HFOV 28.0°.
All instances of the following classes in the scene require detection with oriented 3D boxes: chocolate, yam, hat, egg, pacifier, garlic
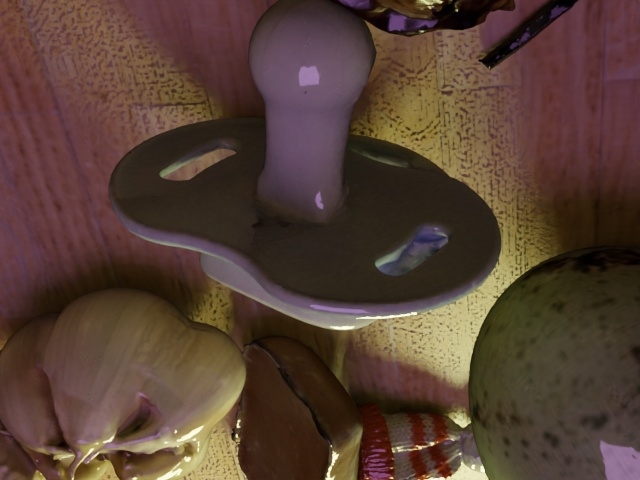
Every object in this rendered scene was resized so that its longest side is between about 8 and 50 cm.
[{"bbox_3d":[-0.011,0.194,1.257,0.083,0.161,0.261,-24,148,-24],"label":"chocolate"},{"bbox_3d":[0.160,-0.160,0.952,0.014,0.014,0.107,34,128,-26],"label":"yam"},{"bbox_3d":[0.106,0.211,1.298,0.162,0.094,0.112,-9,139,-9],"label":"hat"},{"bbox_3d":[0.283,0.163,1.076,0.287,0.288,0.379,-22,129,25],"label":"egg"},{"bbox_3d":[-0.003,-0.069,0.916,0.299,0.244,0.233,24,131,27],"label":"pacifier"},{"bbox_3d":[-0.208,0.141,1.165,0.281,0.203,0.185,-4,116,14],"label":"garlic"}]

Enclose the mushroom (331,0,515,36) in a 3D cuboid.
[{"bbox_3d":[0.054,-0.259,0.656,0.331,0.334,0.356,26,115,-15],"label":"mushroom"}]
